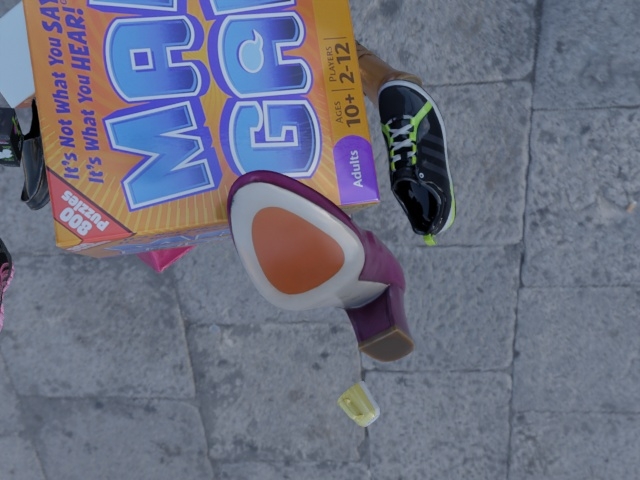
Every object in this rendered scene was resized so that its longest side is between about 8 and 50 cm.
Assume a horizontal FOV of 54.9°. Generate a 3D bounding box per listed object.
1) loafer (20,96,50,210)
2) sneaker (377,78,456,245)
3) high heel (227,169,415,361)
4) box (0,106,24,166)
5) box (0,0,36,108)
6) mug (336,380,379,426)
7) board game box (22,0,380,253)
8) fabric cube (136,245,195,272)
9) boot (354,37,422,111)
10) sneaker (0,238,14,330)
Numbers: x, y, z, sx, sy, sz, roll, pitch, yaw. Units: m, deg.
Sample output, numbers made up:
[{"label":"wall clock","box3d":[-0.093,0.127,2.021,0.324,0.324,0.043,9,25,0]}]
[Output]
[{"label":"loafer","box3d":[-0.527,-0.167,1.144,0.080,0.078,0.220,15,93,42]},{"label":"sneaker","box3d":[0.134,-0.110,0.856,0.084,0.097,0.235,-16,99,32]},{"label":"high heel","box3d":[0.000,0.000,0.723,0.127,0.181,0.377,-24,140,11]},{"label":"box","box3d":[-0.514,-0.166,0.991,0.052,0.062,0.083,1,154,-15]},{"label":"box","box3d":[-0.566,-0.466,1.402,0.345,0.215,0.168,-30,99,14]},{"label":"mug","box3d":[0.066,0.295,1.086,0.064,0.078,0.062,50,141,24]},{"label":"board game box","box3d":[-0.164,-0.180,0.837,0.356,0.356,0.357,-9,88,-14]},{"label":"fabric cube","box3d":[-0.428,-0.128,1.579,0.259,0.254,0.258,28,146,34]},{"label":"boot","box3d":[0.101,-0.350,1.269,0.220,0.283,0.109,43,108,5]},{"label":"sneaker","box3d":[-0.304,0.029,0.553,0.047,0.119,0.057,-4,139,-21]}]
